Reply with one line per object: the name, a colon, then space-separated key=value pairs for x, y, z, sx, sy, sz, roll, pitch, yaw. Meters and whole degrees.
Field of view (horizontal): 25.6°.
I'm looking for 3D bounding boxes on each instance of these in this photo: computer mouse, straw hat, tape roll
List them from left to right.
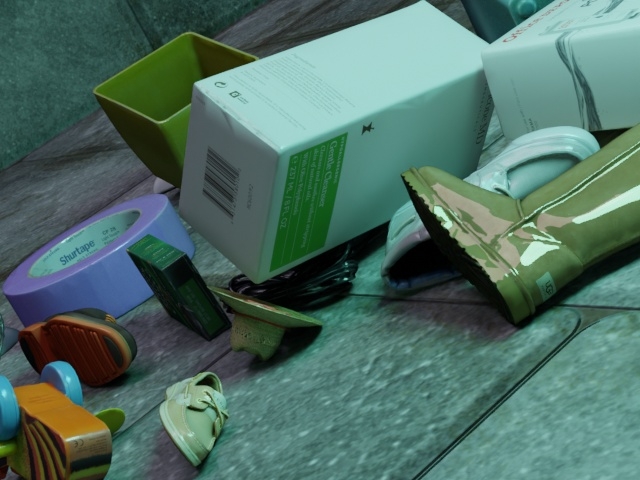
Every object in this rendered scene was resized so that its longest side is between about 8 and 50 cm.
tape roll: x=-0.325 y=0.039 z=2.070 sx=0.275 sy=0.090 sz=0.275 roll=-26 pitch=16 yaw=8
straw hat: x=-0.069 y=0.099 z=1.543 sx=0.144 sy=0.144 sz=0.061 roll=16 pitch=89 yaw=66
computer mouse: x=0.000 y=0.000 z=1.731 sx=0.188 sy=0.072 sz=0.272 roll=-13 pitch=34 yaw=29

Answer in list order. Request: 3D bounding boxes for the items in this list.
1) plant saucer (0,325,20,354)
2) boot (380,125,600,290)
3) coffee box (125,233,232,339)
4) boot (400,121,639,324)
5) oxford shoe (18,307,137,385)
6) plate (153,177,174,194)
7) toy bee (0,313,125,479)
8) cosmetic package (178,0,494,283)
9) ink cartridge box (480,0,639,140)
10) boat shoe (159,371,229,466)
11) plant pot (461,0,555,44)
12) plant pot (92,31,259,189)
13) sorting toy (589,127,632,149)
plant saucer: x=-0.505 y=0.161 z=2.110 sx=0.119 sy=0.021 sz=0.119 roll=-25 pitch=17 yaw=8
boot: x=0.180 y=-0.023 z=1.500 sx=0.258 sy=0.095 sz=0.123 roll=-29 pitch=21 yaw=26
coffee box: x=-0.179 y=0.057 z=1.760 sx=0.040 sy=0.113 sz=0.184 roll=-36 pitch=20 yaw=-13
boot: x=0.245 y=-0.053 z=1.394 sx=0.269 sy=0.089 sz=0.236 roll=-32 pitch=49 yaw=-7
oxford shoe: x=-0.291 y=0.119 z=1.786 sx=0.098 sy=0.097 sz=0.271 roll=-31 pitch=16 yaw=-30
plate: x=-0.171 y=-0.197 z=2.587 sx=0.278 sy=0.045 sz=0.277 roll=-24 pitch=18 yaw=15
toy bee: x=-0.309 y=0.205 z=1.530 sx=0.195 sy=0.162 sz=0.298 roll=0 pitch=25 yaw=-16
cosmetic package: x=0.027 y=-0.123 z=1.627 sx=0.366 sy=0.197 sz=0.155 roll=-25 pitch=51 yaw=-35
ink cartridge box: x=0.353 y=-0.211 z=1.579 sx=0.283 sy=0.117 sz=0.207 roll=-3 pitch=25 yaw=42
boat shoe: x=-0.123 y=0.172 z=1.422 sx=0.059 sy=0.063 sz=0.170 roll=-33 pitch=16 yaw=3
plant pot: x=0.325 y=-0.347 z=1.959 sx=0.248 sy=0.247 sz=0.252 roll=-25 pitch=31 yaw=9
plant pot: x=-0.215 y=-0.199 z=2.362 sx=0.212 sy=0.187 sz=0.212 roll=-36 pitch=39 yaw=-24
sorting toy: x=0.328 y=-0.115 z=1.608 sx=0.193 sy=0.038 sz=0.208 roll=-11 pitch=19 yaw=42
